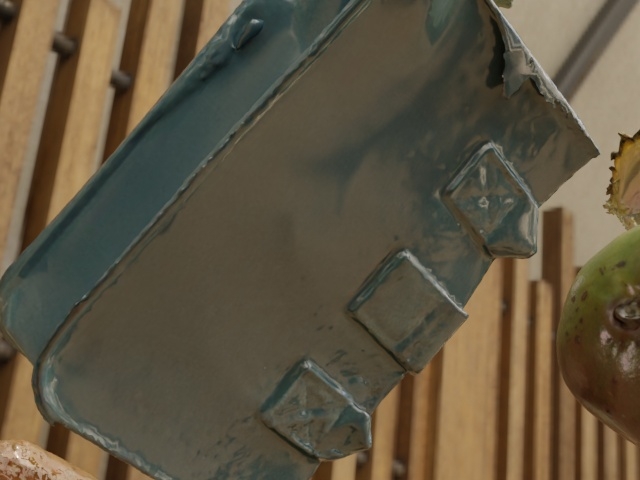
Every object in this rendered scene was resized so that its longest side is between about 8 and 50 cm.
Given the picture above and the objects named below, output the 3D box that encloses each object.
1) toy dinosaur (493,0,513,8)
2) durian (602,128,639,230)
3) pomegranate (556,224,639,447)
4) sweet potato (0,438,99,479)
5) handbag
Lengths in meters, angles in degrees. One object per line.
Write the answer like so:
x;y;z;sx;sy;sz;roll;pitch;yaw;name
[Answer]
0.168;-0.305;1.105;0.092;0.393;0.206;31;-50;15;toy dinosaur
0.353;-0.018;1.106;0.078;0.224;0.140;-3;-37;-25;durian
0.279;0.074;0.860;0.209;0.180;0.180;13;-22;-39;pomegranate
-0.162;0.282;0.974;0.095;0.106;0.355;-10;-61;36;sweet potato
0.000;0.000;0.480;0.179;0.229;0.062;42;-3;-41;handbag
